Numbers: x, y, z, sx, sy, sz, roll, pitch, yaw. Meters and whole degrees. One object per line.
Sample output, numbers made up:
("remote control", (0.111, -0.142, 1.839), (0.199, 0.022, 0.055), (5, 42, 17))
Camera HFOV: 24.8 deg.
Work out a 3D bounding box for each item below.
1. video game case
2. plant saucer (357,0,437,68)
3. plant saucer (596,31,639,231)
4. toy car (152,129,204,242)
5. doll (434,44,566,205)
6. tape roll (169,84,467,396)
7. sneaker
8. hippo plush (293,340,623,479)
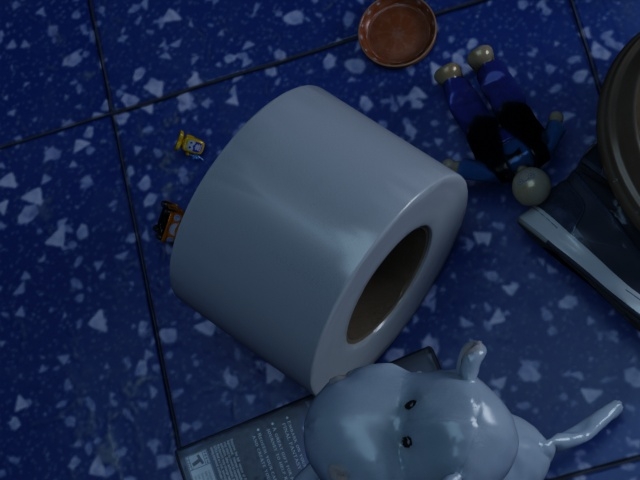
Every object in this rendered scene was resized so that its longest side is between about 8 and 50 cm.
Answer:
("video game case", (0.016, 0.242, 1.397), (0.274, 0.026, 0.196), (-23, 70, 4))
("plant saucer", (0.081, -0.218, 1.526), (0.083, 0.013, 0.083), (-4, 73, 12))
("plant saucer", (0.391, -0.094, 1.350), (0.278, 0.041, 0.278), (4, 72, -12))
("toy car", (-0.138, -0.053, 1.504), (0.040, 0.060, 0.122), (18, 84, -16))
("doll", (0.174, -0.104, 1.431), (0.129, 0.046, 0.189), (-28, 54, 4))
("tape roll", (0.000, 0.000, 1.356), (0.169, 0.246, 0.246), (34, 83, 19))
("sneaker", (0.320, -0.005, 1.371), (0.163, 0.086, 0.226), (-46, 69, -1))
("hippo plush", (0.098, 0.215, 1.248), (0.294, 0.236, 0.234), (5, 75, 14))
